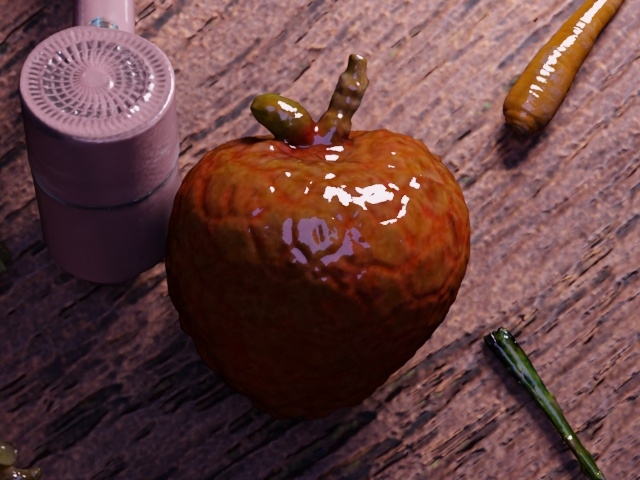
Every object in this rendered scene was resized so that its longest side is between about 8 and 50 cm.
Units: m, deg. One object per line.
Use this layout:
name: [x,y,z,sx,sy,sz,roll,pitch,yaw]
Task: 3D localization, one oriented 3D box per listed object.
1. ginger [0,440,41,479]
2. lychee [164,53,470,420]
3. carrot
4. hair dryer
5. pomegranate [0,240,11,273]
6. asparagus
ginger: [-0.292,0.196,1.430,0.097,0.030,0.048,-4,81,-4]
lychee: [0.000,0.000,1.366,0.255,0.255,0.300,3,117,-1]
carrot: [0.235,-0.183,1.514,0.048,0.048,0.216,35,75,5]
hair dryer: [-0.186,-0.158,1.448,0.125,0.210,0.352,-1,54,-3]
pomegranate: [-0.359,-0.031,1.423,0.205,0.159,0.159,38,79,-21]
asparagus: [0.220,0.174,1.454,0.022,0.023,0.233,-42,80,37]
